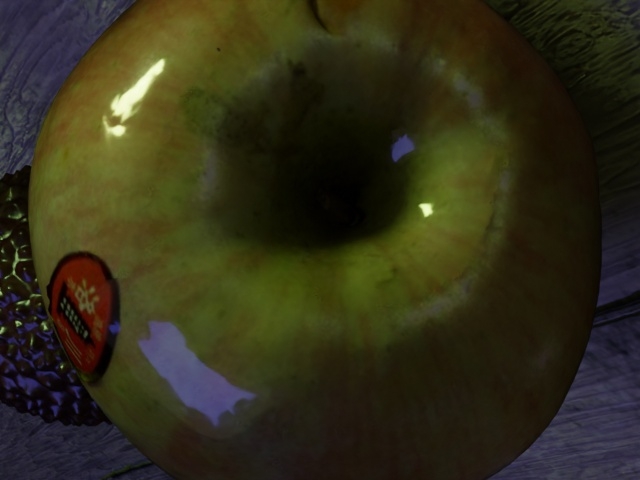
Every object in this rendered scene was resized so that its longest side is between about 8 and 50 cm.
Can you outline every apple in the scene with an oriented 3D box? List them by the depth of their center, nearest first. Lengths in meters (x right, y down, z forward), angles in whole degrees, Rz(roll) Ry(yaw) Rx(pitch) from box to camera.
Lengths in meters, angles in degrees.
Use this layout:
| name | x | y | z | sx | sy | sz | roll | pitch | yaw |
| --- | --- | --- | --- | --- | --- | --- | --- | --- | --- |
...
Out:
| name | x | y | z | sx | sy | sz | roll | pitch | yaw |
| --- | --- | --- | --- | --- | --- | --- | --- | --- | --- |
| apple | 0.000 | 0.000 | 1.080 | 0.391 | 0.391 | 0.346 | 36 | 169 | 1 |

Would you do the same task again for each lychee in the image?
| name | x | y | z | sx | sy | sz | roll | pitch | yaw |
| --- | --- | --- | --- | --- | --- | --- | --- | --- | --- |
| lychee | -0.253 | 0.056 | 1.624 | 0.304 | 0.276 | 0.275 | 46 | 167 | 43 |
